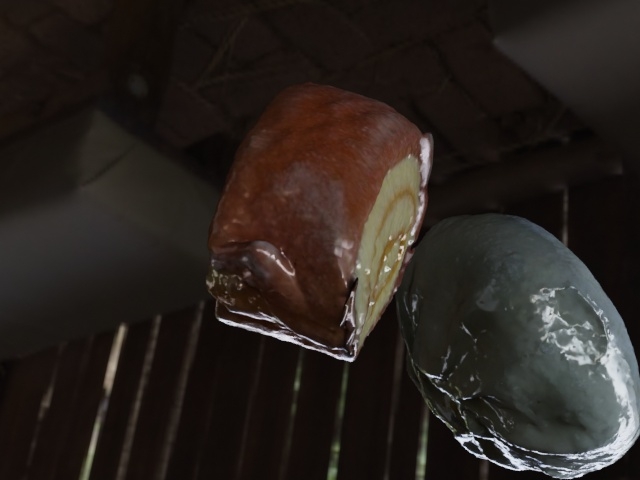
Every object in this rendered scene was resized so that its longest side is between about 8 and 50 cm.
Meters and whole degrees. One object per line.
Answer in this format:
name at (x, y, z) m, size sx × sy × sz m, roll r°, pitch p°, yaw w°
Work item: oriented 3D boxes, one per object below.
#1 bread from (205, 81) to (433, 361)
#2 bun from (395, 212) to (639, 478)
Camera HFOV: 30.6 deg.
bread at (0.001, -0.011, 0.884) m, size 0.123 × 0.244 × 0.190 m, roll 14°, pitch 116°, yaw 11°
bun at (0.212, 0.130, 1.350) m, size 0.194 × 0.354 × 0.354 m, roll -31°, pitch 155°, yaw -15°
